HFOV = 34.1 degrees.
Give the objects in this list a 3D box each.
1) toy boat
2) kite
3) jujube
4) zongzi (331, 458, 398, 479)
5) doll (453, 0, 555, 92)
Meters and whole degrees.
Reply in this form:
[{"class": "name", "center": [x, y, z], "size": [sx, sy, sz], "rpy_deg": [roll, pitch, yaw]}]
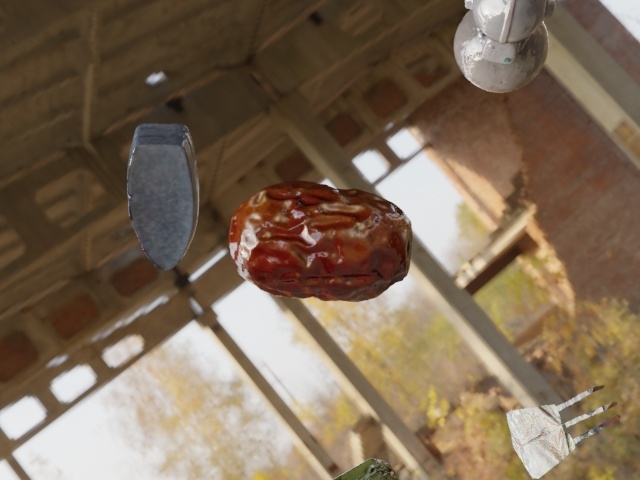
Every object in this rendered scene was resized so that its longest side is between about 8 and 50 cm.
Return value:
[{"class": "toy boat", "center": [-0.279, -0.071, 1.867], "size": [0.127, 0.078, 0.283], "rpy_deg": [-3, -59, -7]}, {"class": "kite", "center": [0.417, 0.319, 1.815], "size": [0.016, 0.127, 0.229], "rpy_deg": [-6, -27, -47]}, {"class": "jujube", "center": [0.000, 0.000, 1.431], "size": [0.250, 0.174, 0.174], "rpy_deg": [1, -7, 7]}, {"class": "zongzi", "center": [0.034, 0.258, 0.908], "size": [0.104, 0.113, 0.052], "rpy_deg": [-33, -29, 16]}, {"class": "doll", "center": [0.265, -0.308, 1.503], "size": [0.151, 0.151, 0.287], "rpy_deg": [-40, -10, -1]}]
